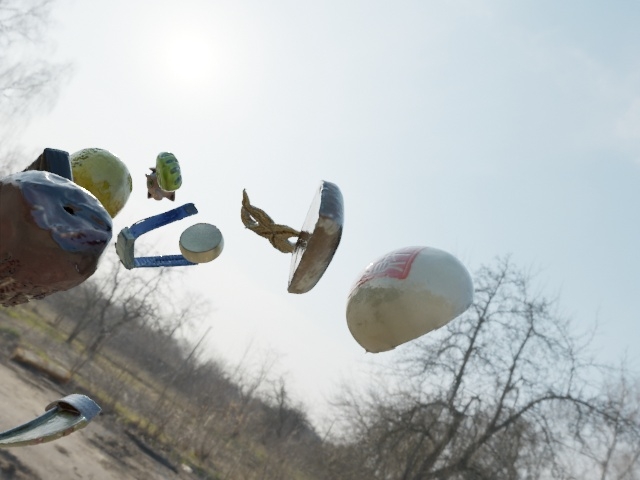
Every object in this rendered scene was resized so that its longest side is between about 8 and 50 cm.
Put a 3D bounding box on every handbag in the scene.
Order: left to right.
[{"bbox_3d":[-0.745,-0.105,1.322,0.223,0.246,0.080,-23,-17,30],"label":"handbag"}]

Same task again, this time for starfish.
[{"bbox_3d":[-0.104,-0.022,1.223,0.236,0.062,0.277,19,-27,37],"label":"starfish"}]

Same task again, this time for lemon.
[{"bbox_3d":[-0.802,-0.181,1.747,0.258,0.310,0.258,16,-24,7],"label":"lemon"}]

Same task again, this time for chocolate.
[{"bbox_3d":[0.001,0.002,1.028,0.080,0.156,0.253,16,-52,-8],"label":"chocolate"}]

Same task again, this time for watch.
[{"bbox_3d":[-0.537,0.023,1.666,0.068,0.275,0.276,43,-38,28],"label":"watch"}]

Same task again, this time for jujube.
[{"bbox_3d":[-0.619,0.001,1.023,0.377,0.258,0.258,-17,-38,10],"label":"jujube"}]

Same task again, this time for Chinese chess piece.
[{"bbox_3d":[-0.322,0.007,1.351,0.122,0.122,0.051,25,-42,19],"label":"Chinese chess piece"}]

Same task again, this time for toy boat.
[{"bbox_3d":[-0.905,0.627,1.698,0.276,0.293,0.111,-7,-80,17],"label":"toy boat"}]

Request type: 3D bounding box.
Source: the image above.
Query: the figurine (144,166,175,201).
[{"bbox_3d":[-0.635,-0.224,1.987,0.125,0.137,0.125,8,14,-2],"label":"figurine"}]

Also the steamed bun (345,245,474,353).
[{"bbox_3d":[0.235,0.145,1.409,0.241,0.375,0.374,66,-22,4],"label":"steamed bun"}]

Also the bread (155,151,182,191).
[{"bbox_3d":[-0.470,-0.210,1.547,0.139,0.071,0.129,-32,-106,64],"label":"bread"}]
